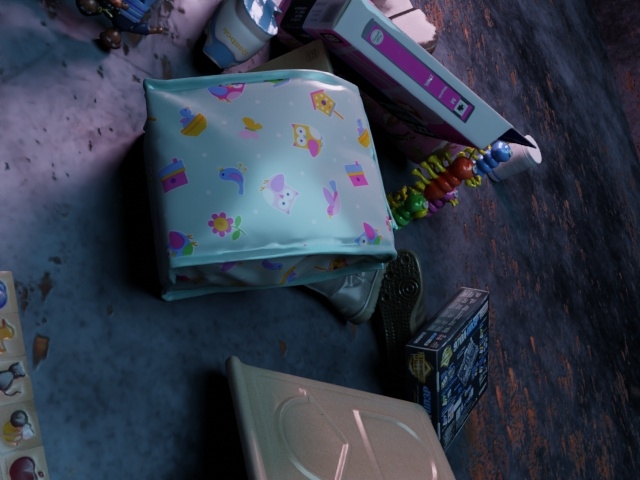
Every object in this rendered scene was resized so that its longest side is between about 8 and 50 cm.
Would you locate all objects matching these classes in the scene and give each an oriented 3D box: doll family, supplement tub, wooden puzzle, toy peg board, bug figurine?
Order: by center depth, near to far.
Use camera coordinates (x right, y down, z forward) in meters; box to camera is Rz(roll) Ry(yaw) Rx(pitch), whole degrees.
[{"bbox_3d":[0.046,0.300,0.748,0.348,0.080,0.322,25,30,-36],"label":"wooden puzzle"},{"bbox_3d":[-0.254,-0.287,0.761,0.193,0.111,0.076,33,12,-21],"label":"doll family"},{"bbox_3d":[-0.037,-0.151,0.921,0.079,0.161,0.161,20,54,-63],"label":"toy peg board"},{"bbox_3d":[0.203,-0.091,1.131,0.072,0.216,0.279,57,34,6],"label":"bug figurine"},{"bbox_3d":[0.423,-0.180,1.539,0.071,0.107,0.071,28,51,-41],"label":"supplement tub"}]

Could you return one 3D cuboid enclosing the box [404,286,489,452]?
[{"bbox_3d":[0.194,0.191,1.039,0.220,0.051,0.175,-32,123,-53],"label":"box"}]

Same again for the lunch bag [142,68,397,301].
[{"bbox_3d":[-0.054,-0.062,0.771,0.262,0.160,0.223,-6,72,-18],"label":"lunch bag"}]

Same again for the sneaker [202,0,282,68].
[{"bbox_3d":[-0.113,-0.311,0.969,0.087,0.092,0.228,46,21,-22],"label":"sneaker"}]

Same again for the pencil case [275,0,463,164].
[{"bbox_3d":[0.098,-0.285,1.154,0.386,0.167,0.160,35,90,-35],"label":"pencil case"}]

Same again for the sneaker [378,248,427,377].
[{"bbox_3d":[0.125,0.104,1.032,0.071,0.066,0.188,-10,102,-68],"label":"sneaker"}]

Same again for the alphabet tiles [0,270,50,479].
[{"bbox_3d":[-0.322,0.103,0.538,0.198,0.009,0.237,-1,71,-51],"label":"alphabet tiles"}]

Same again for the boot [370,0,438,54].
[{"bbox_3d":[0.116,-0.436,1.328,0.112,0.115,0.305,-19,68,-13],"label":"boot"}]

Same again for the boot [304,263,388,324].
[{"bbox_3d":[0.002,-0.002,0.959,0.208,0.076,0.189,36,43,-25],"label":"boot"}]

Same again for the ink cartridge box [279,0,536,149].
[{"bbox_3d":[0.127,-0.217,0.987,0.371,0.176,0.069,29,92,-30],"label":"ink cartridge box"}]
